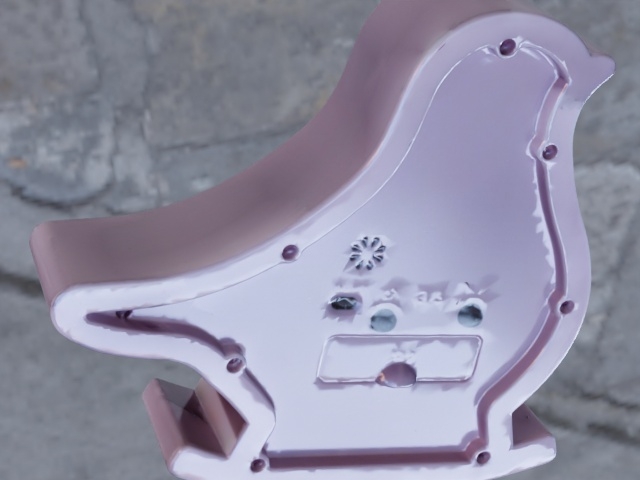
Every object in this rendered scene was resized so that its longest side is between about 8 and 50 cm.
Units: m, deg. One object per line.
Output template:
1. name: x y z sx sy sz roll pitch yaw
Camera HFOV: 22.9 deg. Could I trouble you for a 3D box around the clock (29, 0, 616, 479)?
1. clock: 0.000 0.000 0.810 0.290 0.080 0.275 -2 118 -21
